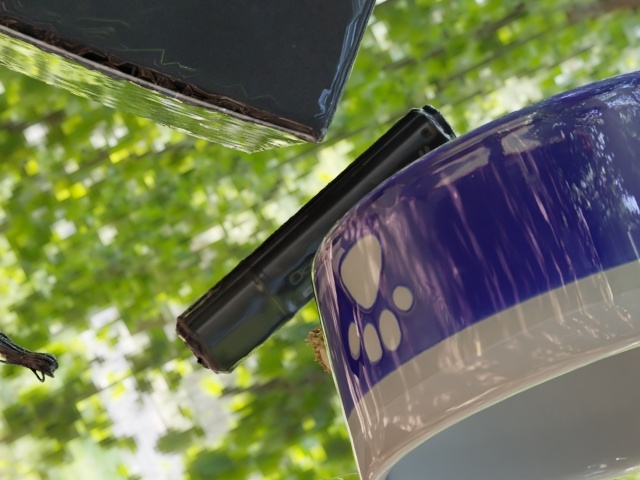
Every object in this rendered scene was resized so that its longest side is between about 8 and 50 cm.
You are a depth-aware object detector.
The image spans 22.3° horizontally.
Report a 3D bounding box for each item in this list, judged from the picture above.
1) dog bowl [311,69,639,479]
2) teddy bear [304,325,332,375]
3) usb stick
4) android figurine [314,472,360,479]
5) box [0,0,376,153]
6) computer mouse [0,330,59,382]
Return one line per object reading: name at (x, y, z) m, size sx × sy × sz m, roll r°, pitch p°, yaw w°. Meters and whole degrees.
dog bowl at (0.133, 0.028, 0.716) m, size 0.265 × 0.264 × 0.104 m, roll 76°, pitch -2°, yaw -70°
teddy bear at (0.088, 0.058, 1.836) m, size 0.338 × 0.245 × 0.113 m, roll -45°, pitch 151°, yaw -56°
usb stick at (0.000, 0.000, 1.308) m, size 0.045 × 0.278 × 0.077 m, roll 43°, pitch -7°, yaw 43°
android figurine at (0.044, 0.302, 1.444) m, size 0.056 × 0.248 × 0.273 m, roll -80°, pitch 175°, yaw -47°
box at (-0.082, -0.340, 1.316) m, size 0.297 × 0.480 × 0.472 m, roll 20°, pitch 0°, yaw -7°
computer mouse at (-0.378, 0.105, 1.730) m, size 0.193 × 0.042 × 0.106 m, roll 19°, pitch 4°, yaw -46°
